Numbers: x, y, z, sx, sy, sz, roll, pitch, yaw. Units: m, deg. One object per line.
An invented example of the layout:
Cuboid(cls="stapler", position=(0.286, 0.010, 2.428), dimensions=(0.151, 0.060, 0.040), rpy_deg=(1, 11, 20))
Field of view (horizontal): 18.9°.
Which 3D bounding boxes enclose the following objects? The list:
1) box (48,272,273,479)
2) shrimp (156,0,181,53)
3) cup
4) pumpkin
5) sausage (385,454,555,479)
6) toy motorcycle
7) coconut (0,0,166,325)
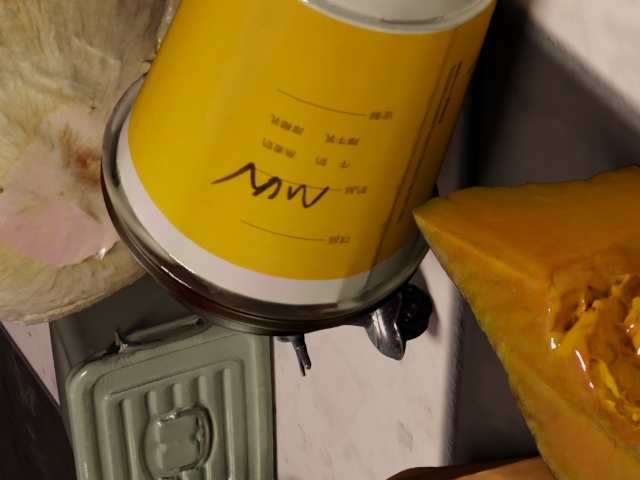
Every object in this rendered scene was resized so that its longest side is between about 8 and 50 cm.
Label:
Cuboid(cls="box", position=(-0.134, 0.118, 1.523), dimensions=(0.135, 0.163, 0.243), rpy_deg=(-122, 22, -43))
Cuboid(cls="shrimp", position=(-0.058, -0.157, 1.181), dimensions=(0.042, 0.101, 0.190), rpy_deg=(15, 106, 43))
Cuboid(cls="cup", position=(-0.005, -0.088, 1.009), dimensions=(0.196, 0.196, 0.280), rpy_deg=(56, 148, 25))
Cuboid(cls="pumpkin", position=(0.158, 0.059, 0.847), dimensions=(0.248, 0.131, 0.126), rpy_deg=(38, 144, 53))
Cuboid(cls="sausage", position=(0.102, 0.187, 1.098), dimensions=(0.241, 0.120, 0.136), rpy_deg=(169, 91, -68))
Cuboid(cls="toy motorcycle", position=(0.000, 0.000, 1.175), dimensions=(0.173, 0.100, 0.058), rpy_deg=(66, 157, 4))
Cuboid(cls="coconut", position=(-0.204, -0.088, 1.304), dimensions=(0.254, 0.297, 0.297), rpy_deg=(-117, 18, -47))
